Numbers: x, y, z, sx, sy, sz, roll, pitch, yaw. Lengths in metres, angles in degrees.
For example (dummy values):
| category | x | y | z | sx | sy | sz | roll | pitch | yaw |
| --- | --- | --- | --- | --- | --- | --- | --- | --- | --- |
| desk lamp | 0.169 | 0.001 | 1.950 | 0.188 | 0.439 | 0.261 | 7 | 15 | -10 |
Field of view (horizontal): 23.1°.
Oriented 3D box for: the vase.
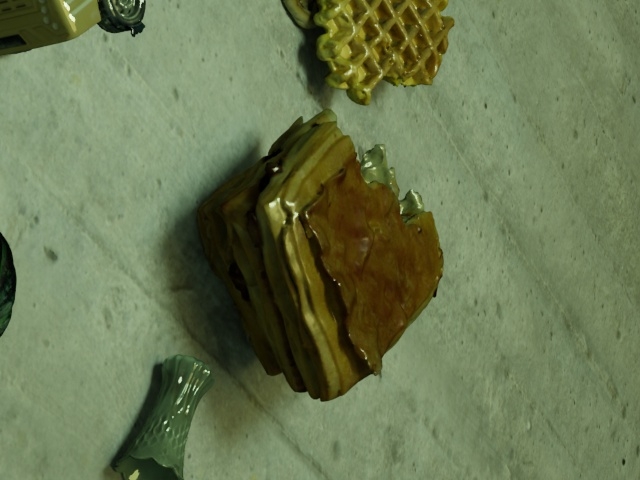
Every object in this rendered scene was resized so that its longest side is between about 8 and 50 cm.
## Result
| category | x | y | z | sx | sy | sz | roll | pitch | yaw |
| --- | --- | --- | --- | --- | --- | --- | --- | --- | --- |
| vase | -0.165 | 0.199 | 1.735 | 0.081 | 0.081 | 0.149 | 57 | 41 | -42 |

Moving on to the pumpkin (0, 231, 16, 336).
| category | x | y | z | sx | sy | sz | roll | pitch | yaw |
| --- | --- | --- | --- | --- | --- | --- | --- | --- | --- |
| pumpkin | -0.349 | 0.053 | 1.357 | 0.194 | 0.150 | 0.194 | -12 | 105 | -49 |

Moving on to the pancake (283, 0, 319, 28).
| category | x | y | z | sx | sy | sz | roll | pitch | yaw |
| --- | --- | --- | --- | --- | --- | --- | --- | --- | --- |
| pancake | -0.013 | -0.342 | 2.038 | 0.139 | 0.022 | 0.139 | -2 | 93 | -59 |

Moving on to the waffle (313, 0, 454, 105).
| category | x | y | z | sx | sy | sz | roll | pitch | yaw |
| --- | --- | --- | --- | --- | --- | --- | --- | --- | --- |
| waffle | 0.090 | -0.287 | 2.095 | 0.253 | 0.056 | 0.249 | 23 | 70 | -45 |

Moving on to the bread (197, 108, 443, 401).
| category | x | y | z | sx | sy | sz | roll | pitch | yaw |
| --- | --- | --- | --- | --- | --- | --- | --- | --- | --- |
| bread | 0.000 | 0.000 | 1.903 | 0.370 | 0.191 | 0.314 | -51 | 128 | -52 |

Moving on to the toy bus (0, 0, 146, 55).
| category | x | y | z | sx | sy | sz | roll | pitch | yaw |
| --- | --- | --- | --- | --- | --- | --- | --- | --- | --- |
| toy bus | -0.225 | -0.330 | 1.543 | 0.365 | 0.177 | 0.202 | -52 | 126 | -44 |
